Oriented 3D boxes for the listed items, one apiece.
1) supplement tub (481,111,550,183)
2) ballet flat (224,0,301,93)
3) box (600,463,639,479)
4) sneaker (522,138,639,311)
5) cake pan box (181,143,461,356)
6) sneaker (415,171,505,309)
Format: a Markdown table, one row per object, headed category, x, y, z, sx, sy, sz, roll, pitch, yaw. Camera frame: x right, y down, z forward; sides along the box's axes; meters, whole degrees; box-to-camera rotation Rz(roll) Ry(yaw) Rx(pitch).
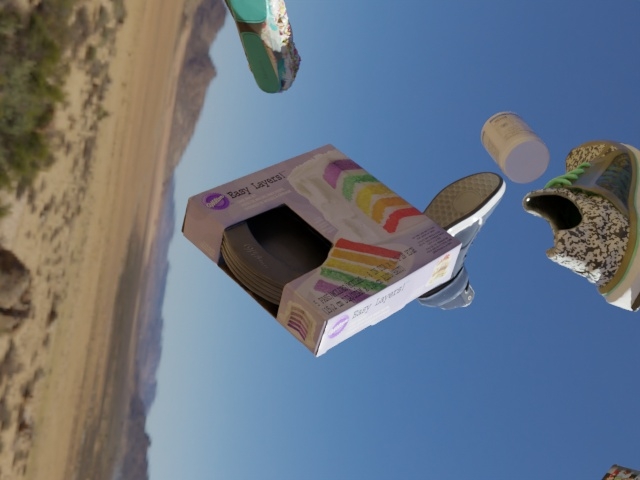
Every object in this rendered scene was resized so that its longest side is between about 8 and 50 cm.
| category | x | y | z | sx | sy | sz | roll | pitch | yaw |
| --- | --- | --- | --- | --- | --- | --- | --- | --- | --- |
| supplement tub | 0.279 | -0.135 | 1.222 | 0.107 | 0.071 | 0.071 | -106 | -154 | -57 |
| ballet flat | -0.078 | -0.315 | 1.182 | 0.077 | 0.091 | 0.241 | -55 | 151 | -33 |
| box | 0.380 | 0.338 | 0.831 | 0.159 | 0.044 | 0.233 | 1 | -58 | 53 |
| sneaker | 0.406 | -0.066 | 1.317 | 0.410 | 0.182 | 0.158 | -79 | -169 | -60 |
| cake pan box | 0.000 | 0.000 | 1.042 | 0.246 | 0.267 | 0.070 | 39 | -46 | 28 |
| sneaker | 0.219 | 0.008 | 1.332 | 0.226 | 0.163 | 0.086 | -42 | -140 | 3 |
